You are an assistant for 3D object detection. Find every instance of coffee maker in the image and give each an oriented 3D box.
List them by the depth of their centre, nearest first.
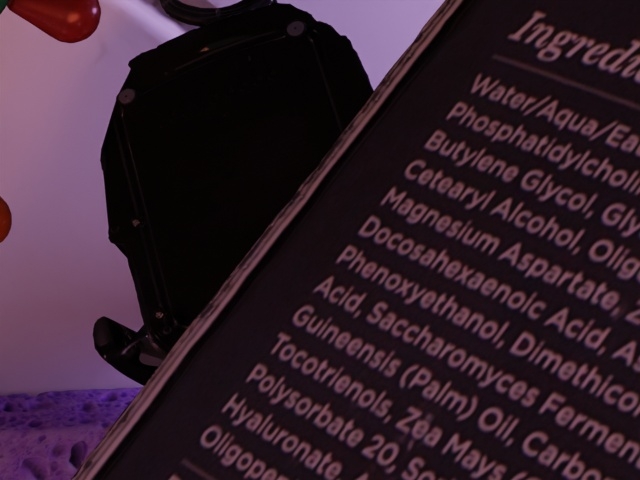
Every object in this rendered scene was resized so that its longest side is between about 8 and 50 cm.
[{"bbox_3d":[0.000,0.000,0.723,0.120,0.171,0.178,0,154,17],"label":"coffee maker"}]

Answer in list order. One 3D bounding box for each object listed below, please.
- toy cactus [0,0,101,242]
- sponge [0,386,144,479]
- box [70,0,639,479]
[{"bbox_3d":[-0.156,-0.055,0.594,0.219,0.112,0.180,-19,168,-27],"label":"toy cactus"},{"bbox_3d":[-0.103,0.118,0.816,0.210,0.031,0.117,-1,121,-28],"label":"sponge"},{"bbox_3d":[0.183,0.160,0.624,0.472,0.297,0.480,-54,136,-11],"label":"box"}]
